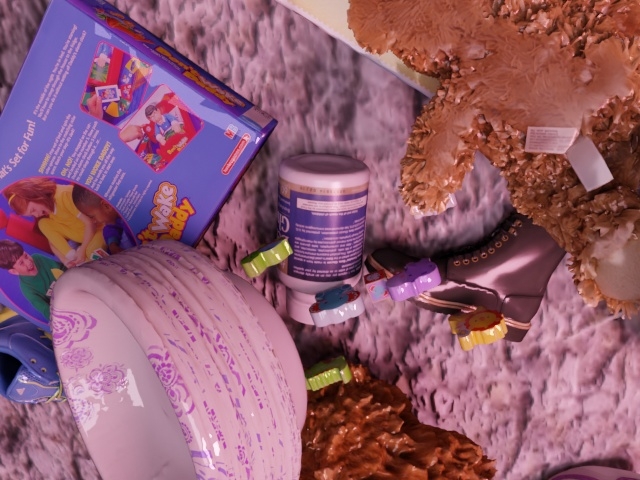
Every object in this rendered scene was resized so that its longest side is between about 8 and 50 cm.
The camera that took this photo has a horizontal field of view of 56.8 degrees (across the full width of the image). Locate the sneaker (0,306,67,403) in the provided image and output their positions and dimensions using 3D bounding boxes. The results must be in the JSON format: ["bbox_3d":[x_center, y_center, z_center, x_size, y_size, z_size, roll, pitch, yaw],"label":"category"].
[{"bbox_3d":[-0.311,0.176,0.724,0.240,0.126,0.091,35,112,-6],"label":"sneaker"}]

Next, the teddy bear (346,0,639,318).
[{"bbox_3d":[0.176,-0.104,0.457,0.338,0.113,0.245,31,107,15],"label":"teddy bear"}]

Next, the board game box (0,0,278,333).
[{"bbox_3d":[-0.240,-0.051,0.650,0.233,0.078,0.347,35,112,-7],"label":"board game box"}]

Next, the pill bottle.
[{"bbox_3d":[0.000,0.000,0.630,0.094,0.094,0.169,5,112,5],"label":"pill bottle"}]

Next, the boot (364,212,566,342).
[{"bbox_3d":[0.160,0.012,0.634,0.198,0.077,0.137,20,108,-14],"label":"boot"}]

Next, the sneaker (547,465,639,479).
[{"bbox_3d":[0.313,0.391,0.751,0.152,0.114,0.305,39,116,-23],"label":"sneaker"}]

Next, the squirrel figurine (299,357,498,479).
[{"bbox_3d":[0.003,0.336,0.600,0.281,0.370,0.397,30,103,-18],"label":"squirrel figurine"}]

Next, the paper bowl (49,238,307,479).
[{"bbox_3d":[-0.125,0.138,0.559,0.284,0.148,0.284,21,122,39],"label":"paper bowl"}]

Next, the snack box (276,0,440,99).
[{"bbox_3d":[0.034,-0.285,0.531,0.322,0.060,0.187,31,113,-5],"label":"snack box"}]

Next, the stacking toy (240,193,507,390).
[{"bbox_3d":[0.051,0.053,0.573,0.221,0.052,0.166,-20,111,8],"label":"stacking toy"}]
